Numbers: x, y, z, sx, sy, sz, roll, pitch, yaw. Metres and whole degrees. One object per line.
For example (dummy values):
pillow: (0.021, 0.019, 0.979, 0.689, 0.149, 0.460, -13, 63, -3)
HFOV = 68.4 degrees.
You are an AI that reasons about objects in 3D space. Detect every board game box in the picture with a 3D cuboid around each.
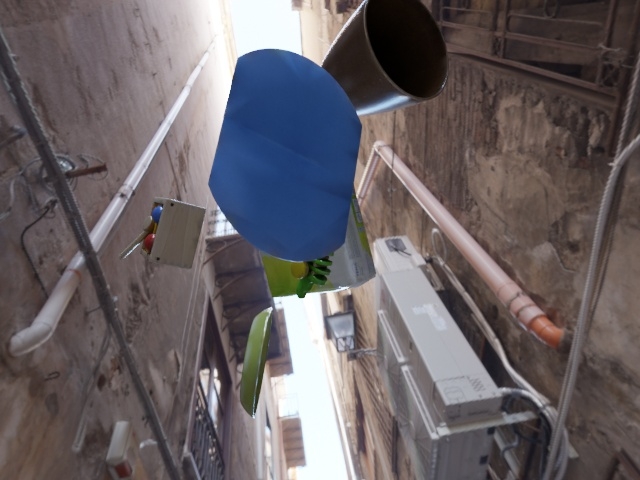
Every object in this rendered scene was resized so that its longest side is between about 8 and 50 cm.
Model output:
board game box: (-0.030, -0.067, 0.383, 0.133, 0.033, 0.168, 20, -107, -38)

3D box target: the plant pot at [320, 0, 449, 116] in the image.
plant pot: (0.092, -0.337, 0.933, 0.215, 0.215, 0.230, 40, -30, -24)

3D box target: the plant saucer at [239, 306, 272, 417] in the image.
plant saucer: (-0.144, 0.266, 1.048, 0.037, 0.241, 0.240, 8, -63, -2)

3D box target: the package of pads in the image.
package of pads: (-0.024, 0.014, 1.107, 0.297, 0.101, 0.229, -16, -91, 44)

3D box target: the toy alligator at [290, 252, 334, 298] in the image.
toy alligator: (0.000, 0.000, 0.701, 0.056, 0.051, 0.189, 4, -81, -51)

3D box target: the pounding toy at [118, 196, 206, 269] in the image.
pounding toy: (-0.287, -0.010, 0.848, 0.100, 0.141, 0.130, 15, -91, -30)
